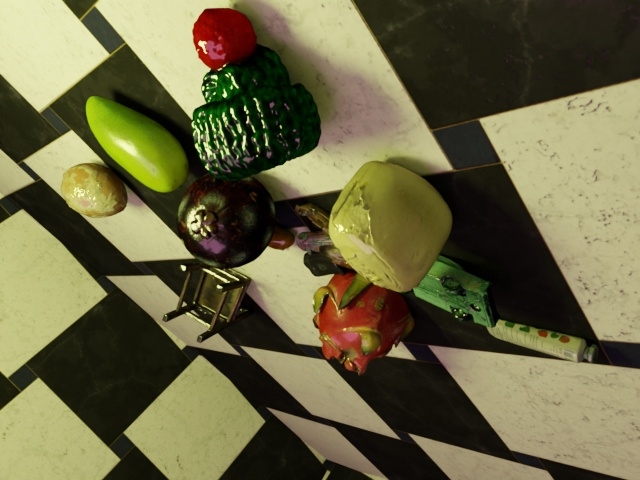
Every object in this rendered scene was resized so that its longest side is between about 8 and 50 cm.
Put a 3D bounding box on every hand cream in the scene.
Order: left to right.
[{"bbox_3d":[0.542,0.247,1.353,0.276,0.059,0.095,12,145,43],"label":"hand cream"}]

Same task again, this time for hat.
[{"bbox_3d":[-0.155,-0.305,1.106,0.274,0.242,0.332,-11,107,24],"label":"hat"}]

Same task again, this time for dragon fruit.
[{"bbox_3d":[0.106,0.255,1.622,0.305,0.225,0.305,27,151,17],"label":"dragon fruit"}]

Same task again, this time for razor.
[{"bbox_3d":[0.018,0.065,1.597,0.148,0.054,0.090,-8,130,49],"label":"razor"}]

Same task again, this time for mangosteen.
[{"bbox_3d":[-0.253,-0.060,1.492,0.288,0.288,0.288,25,149,16],"label":"mangosteen"}]

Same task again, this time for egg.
[{"bbox_3d":[-0.804,-0.176,1.926,0.233,0.194,0.195,19,153,-11],"label":"egg"}]

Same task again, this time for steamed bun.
[{"bbox_3d":[0.161,-0.024,1.147,0.273,0.232,0.166,43,155,-18],"label":"steamed bun"}]

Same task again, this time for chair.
[{"bbox_3d":[-0.386,0.200,2.098,0.203,0.416,0.240,25,105,15],"label":"chair"}]

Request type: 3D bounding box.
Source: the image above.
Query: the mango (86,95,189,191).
[{"bbox_3d":[-0.519,-0.278,1.524,0.343,0.156,0.192,39,149,-7],"label":"mango"}]

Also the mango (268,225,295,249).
[{"bbox_3d":[-0.130,-0.007,1.631,0.127,0.063,0.077,13,137,33],"label":"mango"}]

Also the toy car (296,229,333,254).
[{"bbox_3d":[0.000,0.000,1.521,0.142,0.055,0.069,-1,138,26],"label":"toy car"}]

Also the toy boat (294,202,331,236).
[{"bbox_3d":[-0.002,-0.054,1.447,0.149,0.049,0.047,34,151,1],"label":"toy boat"}]

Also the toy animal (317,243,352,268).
[{"bbox_3d":[0.081,0.041,1.450,0.188,0.089,0.179,8,164,-5],"label":"toy animal"}]

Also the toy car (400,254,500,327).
[{"bbox_3d":[0.289,0.102,1.326,0.321,0.097,0.141,24,152,44],"label":"toy car"}]
